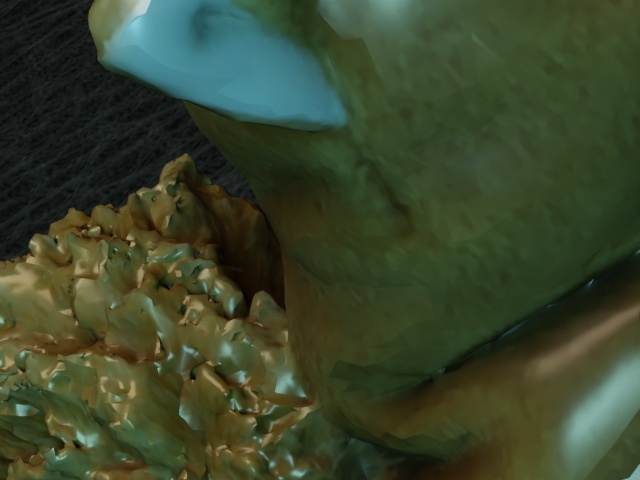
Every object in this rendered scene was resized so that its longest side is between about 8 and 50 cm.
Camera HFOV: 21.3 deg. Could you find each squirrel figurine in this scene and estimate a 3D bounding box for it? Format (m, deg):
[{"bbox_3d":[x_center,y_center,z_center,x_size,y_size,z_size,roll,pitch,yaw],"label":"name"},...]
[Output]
[{"bbox_3d":[0.039,0.044,0.493,0.397,0.370,0.281,-26,29,23],"label":"squirrel figurine"}]
